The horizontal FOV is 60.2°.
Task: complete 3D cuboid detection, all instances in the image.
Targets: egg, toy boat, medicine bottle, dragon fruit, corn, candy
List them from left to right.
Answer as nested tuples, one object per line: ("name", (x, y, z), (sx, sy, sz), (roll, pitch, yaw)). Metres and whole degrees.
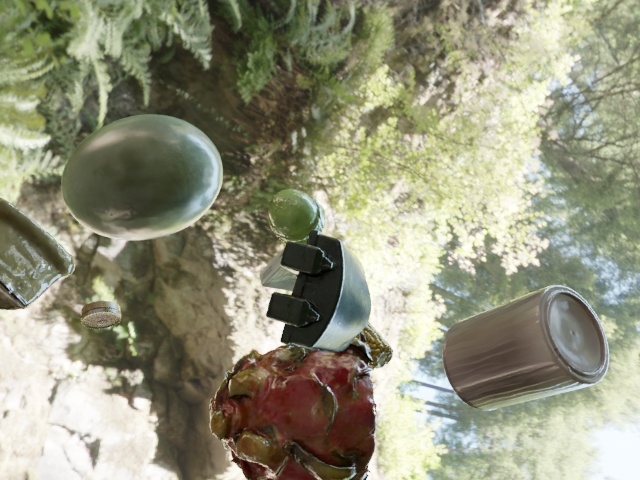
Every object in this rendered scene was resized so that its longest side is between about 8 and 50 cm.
("toy boat", (-0.313, 0.001, 0.472), (0.116, 0.188, 0.061), (-48, -162, 49))
("egg", (-0.368, -0.128, 1.144), (0.353, 0.258, 0.258), (-15, -119, 19))
("dragon fruit", (-0.066, 0.317, 0.975), (0.296, 0.263, 0.313), (133, -37, -59))
("medicine bottle", (-0.048, 0.073, 1.515), (0.201, 0.171, 0.052), (-45, -134, 38))
("candy", (0.000, 0.000, 0.994), (0.093, 0.335, 0.092), (0, -108, 20))
("toy boat", (0.016, 0.087, 0.775), (0.092, 0.319, 0.141), (12, -100, 19))
("corn", (0.080, 0.236, 1.496), (0.101, 0.102, 0.310), (-54, -137, 10))

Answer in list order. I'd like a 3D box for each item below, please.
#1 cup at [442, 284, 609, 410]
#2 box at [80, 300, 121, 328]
("cup", (0.446, 0.228, 1.170), (0.273, 0.289, 0.208), (-39, -123, 50))
("box", (-0.605, 0.205, 1.522), (0.106, 0.106, 0.037), (-34, -125, 27))
